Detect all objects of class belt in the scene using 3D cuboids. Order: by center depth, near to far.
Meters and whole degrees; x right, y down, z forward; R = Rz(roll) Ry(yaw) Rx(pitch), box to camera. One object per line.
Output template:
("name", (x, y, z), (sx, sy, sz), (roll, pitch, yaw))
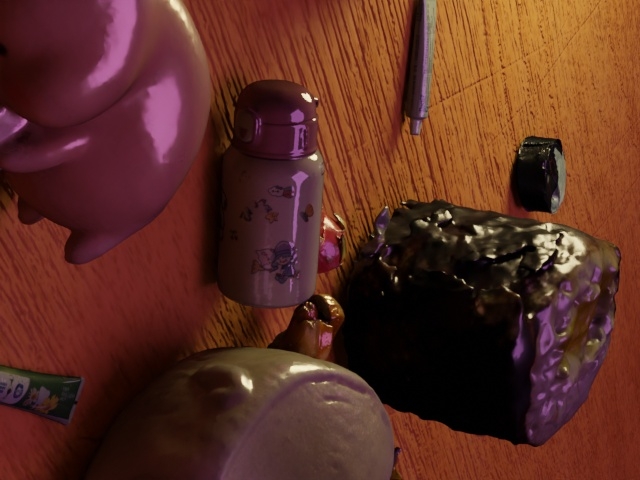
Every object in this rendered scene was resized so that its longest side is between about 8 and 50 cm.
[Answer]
("belt", (0.344, -0.103, 2.523), (0.140, 0.058, 0.105), (72, 34, -42))

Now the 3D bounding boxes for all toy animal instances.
("toy animal", (-0.202, -0.139, 1.287), (0.213, 0.195, 0.256), (-42, 144, -9))

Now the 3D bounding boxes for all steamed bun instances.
("steamed bun", (-0.106, 0.246, 1.601), (0.383, 0.247, 0.236), (-52, 125, -40))

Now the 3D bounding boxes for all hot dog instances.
("hot dog", (-0.030, 0.133, 1.812), (0.236, 0.062, 0.092), (117, -6, -55))

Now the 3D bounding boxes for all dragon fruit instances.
("dragon fruit", (0.000, 0.000, 1.882), (0.083, 0.060, 0.056), (-48, 146, -41))

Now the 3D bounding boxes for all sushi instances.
("sushi", (0.200, 0.101, 2.068), (0.299, 0.294, 0.281), (-22, 125, -58))

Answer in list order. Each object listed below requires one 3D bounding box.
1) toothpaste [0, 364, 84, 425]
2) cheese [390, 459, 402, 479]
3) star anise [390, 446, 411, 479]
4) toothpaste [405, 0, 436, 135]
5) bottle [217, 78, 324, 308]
("toothpaste", (-0.269, 0.134, 1.444), (0.204, 0.031, 0.049), (29, 79, -65))
("cheese", (0.072, 0.417, 2.228), (0.156, 0.064, 0.250), (-13, 111, -60))
("star anise", (0.058, 0.327, 2.123), (0.195, 0.065, 0.182), (7, 87, -29))
("toothpaste", (0.130, -0.232, 2.062), (0.048, 0.029, 0.197), (-20, 118, -63))
("bottle", (-0.051, -0.053, 1.694), (0.110, 0.110, 0.233), (-31, 130, -56))
